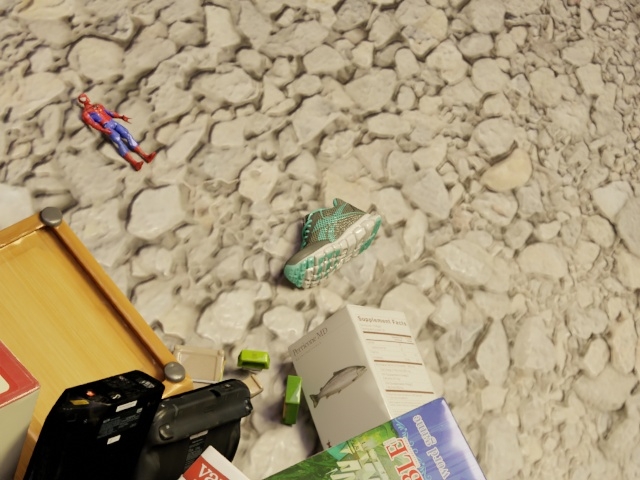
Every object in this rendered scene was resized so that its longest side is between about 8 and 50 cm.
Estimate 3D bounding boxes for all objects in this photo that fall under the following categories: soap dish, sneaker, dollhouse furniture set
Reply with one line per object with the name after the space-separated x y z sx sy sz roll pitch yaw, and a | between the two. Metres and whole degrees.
-0.284 0.115 1.402 0.229 0.118 0.291 -31 75 -42 | soap dish
0.000 0.000 1.706 0.076 0.065 0.166 36 41 20 | sneaker
-0.098 0.164 1.542 0.152 0.058 0.076 6 60 -4 | dollhouse furniture set

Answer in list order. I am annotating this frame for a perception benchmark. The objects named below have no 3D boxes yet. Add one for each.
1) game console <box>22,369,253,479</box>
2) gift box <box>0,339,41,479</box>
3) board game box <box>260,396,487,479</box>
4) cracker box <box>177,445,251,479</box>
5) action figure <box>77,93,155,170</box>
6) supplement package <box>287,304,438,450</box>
-0.172 0.218 1.336 0.044 0.213 0.361 28 14 22 | game console
-0.404 0.191 1.174 0.255 0.258 0.276 -20 57 -41 | gift box
0.050 0.360 1.360 0.318 0.066 0.318 -24 69 -9 | board game box
-0.122 0.331 1.299 0.156 0.067 0.232 38 70 15 | cracker box
-0.248 -0.135 1.669 0.115 0.030 0.038 42 52 5 | action figure
0.057 0.176 1.553 0.105 0.105 0.179 9 51 -47 | supplement package
